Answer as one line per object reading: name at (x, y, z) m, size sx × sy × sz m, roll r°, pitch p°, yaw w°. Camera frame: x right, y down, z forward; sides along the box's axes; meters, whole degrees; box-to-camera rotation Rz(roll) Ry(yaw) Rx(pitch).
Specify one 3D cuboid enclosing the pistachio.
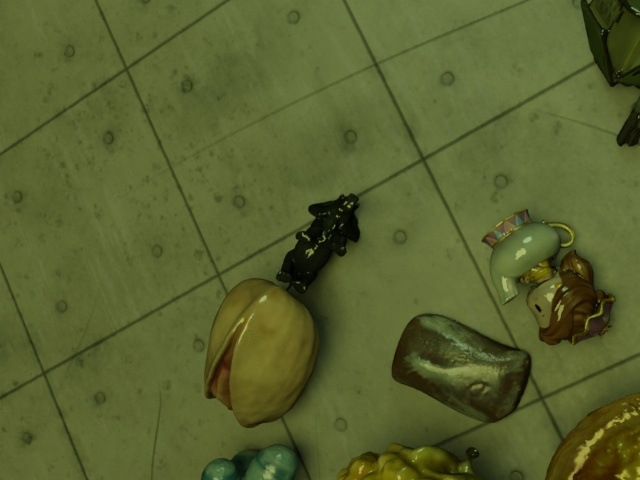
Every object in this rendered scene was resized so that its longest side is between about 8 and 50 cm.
pistachio at (-0.119, 0.211, 2.007) m, size 0.230 × 0.230 × 0.309 m, roll 33°, pitch 120°, yaw 20°

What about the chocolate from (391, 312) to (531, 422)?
chocolate at (0.251, 0.238, 1.928) m, size 0.254 × 0.080 × 0.157 m, roll 23°, pitch 99°, yaw 21°

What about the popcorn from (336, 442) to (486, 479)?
popcorn at (0.162, 0.535, 1.821) m, size 0.349 × 0.349 × 0.381 m, roll 23°, pitch 68°, yaw 21°

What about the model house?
model house at (0.539, -0.318, 1.796) m, size 0.205 × 0.218 × 0.278 m, roll 6°, pitch 132°, yaw -14°

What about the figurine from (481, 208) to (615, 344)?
figurine at (0.404, 0.074, 1.835) m, size 0.189 × 0.142 × 0.263 m, roll -35°, pitch 76°, yaw -5°

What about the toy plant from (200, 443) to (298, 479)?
toy plant at (-0.155, 0.536, 2.028) m, size 0.247 × 0.247 × 0.332 m, roll 39°, pitch 102°, yaw 18°

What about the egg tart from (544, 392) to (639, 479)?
egg tart at (0.589, 0.464, 1.733) m, size 0.443 × 0.178 × 0.443 m, roll 1°, pitch 92°, yaw 24°

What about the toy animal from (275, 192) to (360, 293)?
toy animal at (-0.003, -0.005, 2.002) m, size 0.245 × 0.146 × 0.114 m, roll -41°, pitch 94°, yaw 21°
